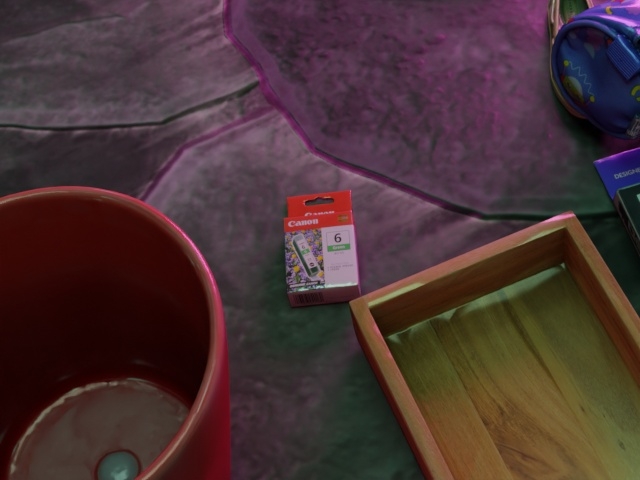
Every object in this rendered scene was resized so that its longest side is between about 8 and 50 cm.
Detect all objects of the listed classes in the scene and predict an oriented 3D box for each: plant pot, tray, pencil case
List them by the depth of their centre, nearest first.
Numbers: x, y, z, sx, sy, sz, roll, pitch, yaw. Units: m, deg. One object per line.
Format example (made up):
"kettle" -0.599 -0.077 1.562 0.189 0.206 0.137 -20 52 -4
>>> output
"plant pot" -0.181 0.136 1.097 0.275 0.243 0.274 -4 58 6
"tray" 0.195 0.187 1.115 0.203 0.076 0.411 -22 57 -6
"pencil case" 0.347 -0.203 1.281 0.306 0.133 0.119 -32 86 -19

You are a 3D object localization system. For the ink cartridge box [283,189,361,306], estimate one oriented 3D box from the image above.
"ink cartridge box" 0.000 0.000 1.282 0.063 0.029 0.115 -6 58 4

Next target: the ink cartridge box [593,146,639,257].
"ink cartridge box" 0.364 -0.027 1.240 0.206 0.045 0.208 -17 56 -3

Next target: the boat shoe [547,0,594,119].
"boat shoe" 0.239 -0.181 1.349 0.056 0.048 0.153 -5 58 5
